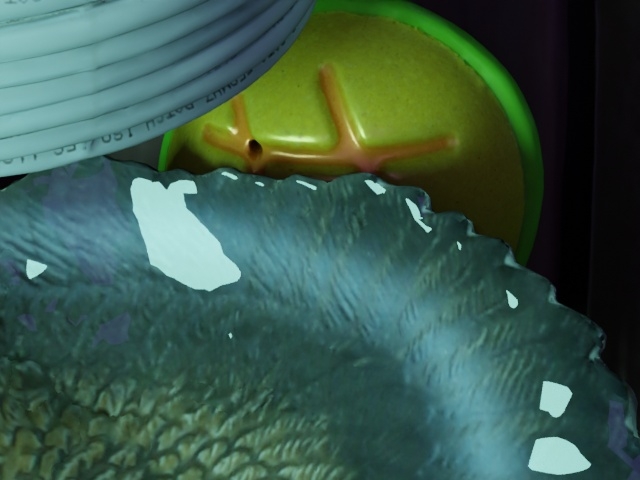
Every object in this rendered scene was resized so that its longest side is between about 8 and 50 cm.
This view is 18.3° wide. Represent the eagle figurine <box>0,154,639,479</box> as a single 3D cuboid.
[{"bbox_3d":[-0.071,0.085,0.616,0.298,0.226,0.225,6,89,-8],"label":"eagle figurine"}]

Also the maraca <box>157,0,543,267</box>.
[{"bbox_3d":[0.000,0.000,0.667,0.127,0.099,0.186,31,122,4],"label":"maraca"}]

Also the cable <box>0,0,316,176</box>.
[{"bbox_3d":[-0.118,-0.121,0.594,0.257,0.257,0.089,-25,137,-25],"label":"cable"}]
